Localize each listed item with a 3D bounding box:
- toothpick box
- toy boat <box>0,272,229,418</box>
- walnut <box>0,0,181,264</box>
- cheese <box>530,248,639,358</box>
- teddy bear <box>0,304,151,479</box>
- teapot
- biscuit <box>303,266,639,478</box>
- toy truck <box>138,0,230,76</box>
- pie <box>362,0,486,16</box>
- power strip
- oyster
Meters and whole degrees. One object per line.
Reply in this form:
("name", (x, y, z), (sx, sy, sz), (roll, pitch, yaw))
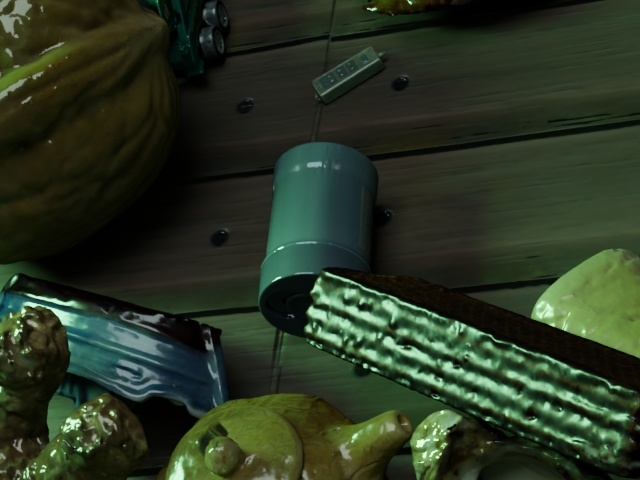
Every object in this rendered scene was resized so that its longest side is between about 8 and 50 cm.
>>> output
("toothpick box", (0.000, 0.000, 1.790), (0.101, 0.101, 0.153), (-9, 49, 19))
("toy boat", (-0.205, 0.119, 1.785), (0.309, 0.129, 0.142), (12, 89, 32))
("walnut", (-0.292, -0.137, 1.905), (0.333, 0.333, 0.333), (-13, 49, 16))
("cheese", (0.259, 0.090, 1.600), (0.123, 0.094, 0.167), (-39, 47, -6))
("teddy bear", (-0.314, 0.213, 1.653), (0.222, 0.296, 0.246), (-17, 58, -46))
("teapot", (-0.065, 0.213, 1.604), (0.311, 0.167, 0.203), (-22, 48, 9))
("biscuit", (0.142, 0.098, 1.567), (0.388, 0.107, 0.073), (21, 102, 48))
("toy truck", (-0.163, -0.270, 2.073), (0.110, 0.116, 0.216), (-9, 50, 19))
("pie", (0.151, -0.333, 1.998), (0.308, 0.085, 0.308), (-14, 49, 16))
("power strip", (0.029, -0.166, 1.967), (0.083, 0.017, 0.027), (-33, 49, 0))
("oyster", (0.166, 0.268, 1.510), (0.166, 0.094, 0.294), (-8, 71, 6))
